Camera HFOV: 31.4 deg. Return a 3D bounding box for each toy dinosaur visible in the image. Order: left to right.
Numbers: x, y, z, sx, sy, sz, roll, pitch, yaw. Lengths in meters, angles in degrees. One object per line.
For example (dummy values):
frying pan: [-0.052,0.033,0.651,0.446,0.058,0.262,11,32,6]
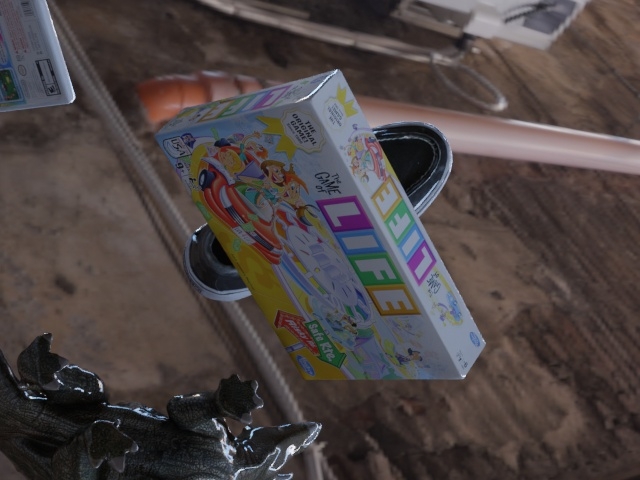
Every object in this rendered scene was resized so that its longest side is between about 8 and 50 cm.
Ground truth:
toy dinosaur: [-0.137,0.132,0.727,0.160,0.313,0.121,134,-34,-55]

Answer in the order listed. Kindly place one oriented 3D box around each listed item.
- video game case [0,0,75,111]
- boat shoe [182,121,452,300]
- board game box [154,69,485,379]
video game case: [-0.346,-0.213,1.205,0.143,0.019,0.157,-4,-64,20]
boat shoe: [0.011,-0.043,1.091,0.113,0.306,0.105,65,-22,7]
board game box: [0.000,0.000,0.536,0.103,0.026,0.154,-7,-58,43]
